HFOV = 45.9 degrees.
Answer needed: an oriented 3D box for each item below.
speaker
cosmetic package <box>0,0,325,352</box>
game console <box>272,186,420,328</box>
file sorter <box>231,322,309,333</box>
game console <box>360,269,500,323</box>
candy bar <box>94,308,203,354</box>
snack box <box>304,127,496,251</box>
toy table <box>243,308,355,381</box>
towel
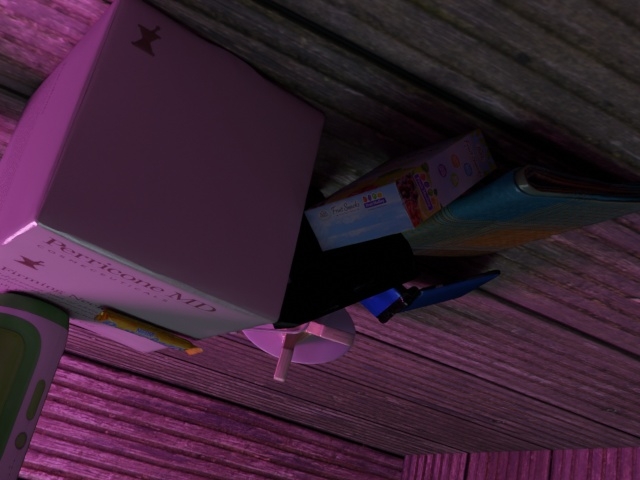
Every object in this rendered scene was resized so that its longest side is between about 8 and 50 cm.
[{"bbox_3d":[-0.449,0.228,1.038,0.131,0.297,0.131,11,157,5],"label":"speaker"},{"bbox_3d":[-0.260,-0.061,1.072,0.329,0.328,0.393,27,153,-29],"label":"cosmetic package"},{"bbox_3d":[0.000,0.000,1.141,0.213,0.361,0.044,-21,118,-2],"label":"game console"},{"bbox_3d":[-0.117,0.047,1.422,0.173,0.193,0.278,4,155,14],"label":"file sorter"},{"bbox_3d":[0.162,0.054,1.440,0.250,0.173,0.293,44,168,6],"label":"game console"},{"bbox_3d":[-0.240,0.129,1.056,0.161,0.018,0.040,27,153,-31],"label":"candy bar"},{"bbox_3d":[0.109,-0.069,1.021,0.174,0.207,0.070,-15,103,47],"label":"snack box"},{"bbox_3d":[-0.051,0.180,1.665,0.274,0.252,0.161,5,174,-3],"label":"toy table"},{"bbox_3d":[0.261,-0.030,1.130,0.271,0.040,0.370,4,165,-31],"label":"towel"}]
